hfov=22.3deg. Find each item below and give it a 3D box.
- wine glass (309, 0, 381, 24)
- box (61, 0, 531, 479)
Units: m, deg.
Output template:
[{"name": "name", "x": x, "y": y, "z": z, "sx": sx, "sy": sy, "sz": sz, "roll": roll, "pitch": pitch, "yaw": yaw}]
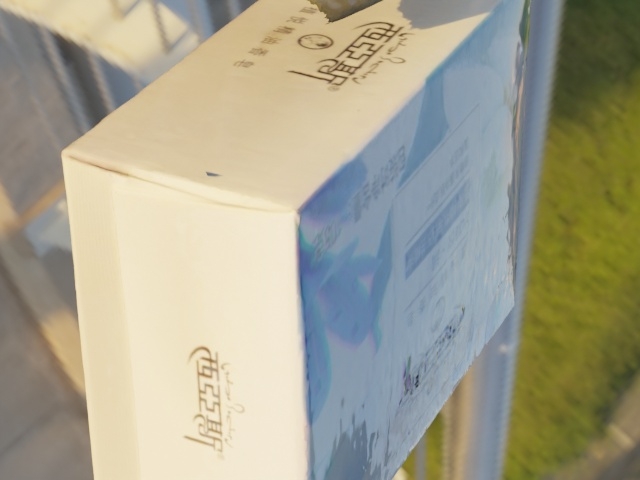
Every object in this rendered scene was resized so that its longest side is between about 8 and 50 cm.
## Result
[{"name": "wine glass", "x": 0.073, "y": -0.156, "z": 0.654, "sx": 0.198, "sy": 0.066, "sz": 0.066, "roll": -31, "pitch": 158, "yaw": 3}, {"name": "box", "x": 0.003, "y": 0.000, "z": 0.770, "sx": 0.274, "sy": 0.116, "sz": 0.203, "roll": -46, "pitch": 144, "yaw": -51}]
